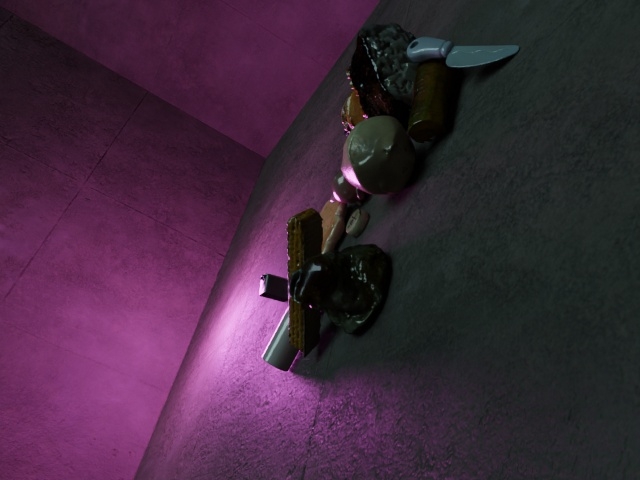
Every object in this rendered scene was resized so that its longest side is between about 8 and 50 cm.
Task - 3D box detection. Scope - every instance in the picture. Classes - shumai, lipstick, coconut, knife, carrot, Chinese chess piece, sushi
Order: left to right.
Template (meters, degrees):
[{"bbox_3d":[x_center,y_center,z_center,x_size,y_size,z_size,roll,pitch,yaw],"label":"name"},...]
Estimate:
[{"bbox_3d":[-0.053,0.207,1.595,0.327,0.087,0.087,-62,16,-3],"label":"lipstick"},{"bbox_3d":[0.033,0.082,1.338,0.222,0.204,0.272,-59,12,6],"label":"shumai"},{"bbox_3d":[0.106,-0.052,1.638,0.084,0.034,0.084,-55,16,25],"label":"Chinese chess piece"},{"bbox_3d":[0.154,-0.217,1.476,0.224,0.224,0.224,-54,17,25],"label":"coconut"},{"bbox_3d":[0.220,-0.477,1.679,0.207,0.234,0.348,121,142,-56],"label":"sushi"},{"bbox_3d":[0.297,-0.383,1.475,0.114,0.114,0.302,-40,29,52],"label":"carrot"},{"bbox_3d":[0.336,-0.461,1.389,0.080,0.044,0.331,-52,40,-8],"label":"knife"}]

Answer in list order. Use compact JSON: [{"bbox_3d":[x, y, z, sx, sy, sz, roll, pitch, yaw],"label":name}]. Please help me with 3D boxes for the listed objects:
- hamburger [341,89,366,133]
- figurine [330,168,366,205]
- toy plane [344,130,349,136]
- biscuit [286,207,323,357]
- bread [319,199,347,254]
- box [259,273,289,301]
[{"bbox_3d":[0.157,-0.407,1.842,0.118,0.182,0.191,116,172,-79],"label":"hamburger"},{"bbox_3d":[0.095,-0.171,1.746,0.138,0.125,0.125,0,61,55],"label":"figurine"},{"bbox_3d":[0.131,-0.339,1.969,0.108,0.092,0.286,16,79,64],"label":"toy plane"},{"bbox_3d":[-0.038,0.107,1.398,0.094,0.054,0.378,-36,-47,-52],"label":"biscuit"},{"bbox_3d":[0.000,0.000,1.850,0.316,0.054,0.316,-55,17,26],"label":"bread"},{"bbox_3d":[-0.153,0.165,1.940,0.084,0.122,0.069,147,136,-62],"label":"box"}]
